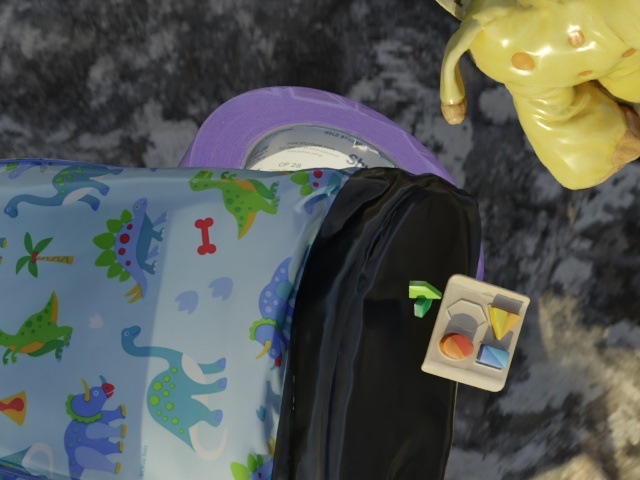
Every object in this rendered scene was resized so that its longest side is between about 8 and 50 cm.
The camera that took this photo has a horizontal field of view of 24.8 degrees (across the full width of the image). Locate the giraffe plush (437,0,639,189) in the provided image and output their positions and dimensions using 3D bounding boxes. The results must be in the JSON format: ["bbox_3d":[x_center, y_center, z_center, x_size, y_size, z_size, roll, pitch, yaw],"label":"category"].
[{"bbox_3d":[0.176,-0.136,0.814,0.210,0.170,0.181,13,75,-41],"label":"giraffe plush"}]

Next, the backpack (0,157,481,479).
[{"bbox_3d":[-0.112,0.073,0.933,0.356,0.273,0.290,4,76,36],"label":"backpack"}]

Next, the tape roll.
[{"bbox_3d":[0.000,0.000,1.242,0.275,0.090,0.274,16,48,-19],"label":"tape roll"}]

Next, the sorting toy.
[{"bbox_3d":[0.082,0.052,0.857,0.083,0.012,0.062,18,92,-24],"label":"sorting toy"}]
